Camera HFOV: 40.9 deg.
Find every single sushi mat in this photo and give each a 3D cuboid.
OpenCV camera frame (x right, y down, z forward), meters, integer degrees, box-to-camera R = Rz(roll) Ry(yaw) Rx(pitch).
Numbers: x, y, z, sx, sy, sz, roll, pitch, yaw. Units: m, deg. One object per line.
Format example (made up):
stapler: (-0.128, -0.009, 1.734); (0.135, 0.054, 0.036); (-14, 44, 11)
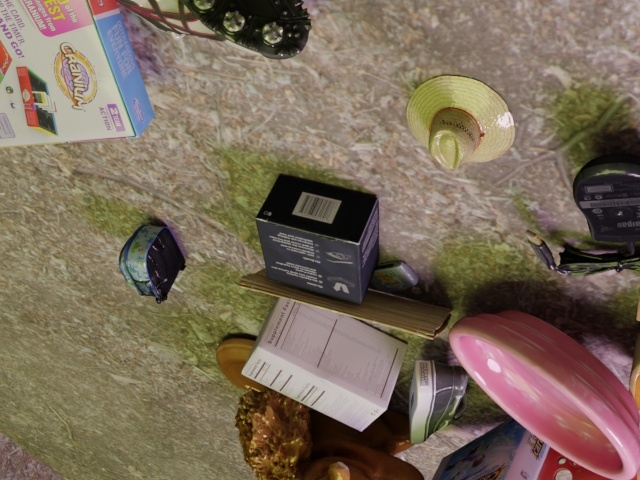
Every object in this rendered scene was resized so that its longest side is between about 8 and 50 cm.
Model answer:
sushi mat: (0.044, 0.091, 1.347); (0.317, 0.151, 0.019); (14, 101, 15)

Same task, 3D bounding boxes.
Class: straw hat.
straw hat: (0.158, -0.122, 1.023); (0.145, 0.061, 0.144); (16, 146, 11)

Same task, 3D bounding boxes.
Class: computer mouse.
computer mouse: (0.334, -0.034, 1.046); (0.184, 0.060, 0.262); (-6, 149, 31)

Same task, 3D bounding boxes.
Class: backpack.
backpack: (-0.296, 0.031, 1.480); (0.084, 0.105, 0.114); (10, 140, 19)

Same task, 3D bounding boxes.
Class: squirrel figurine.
squirrel figurine: (-0.007, 0.441, 1.601); (0.397, 0.281, 0.370); (30, -171, 4)

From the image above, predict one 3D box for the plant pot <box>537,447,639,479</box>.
plant pot: (0.497, 0.438, 1.495); (0.174, 0.191, 0.191); (-14, 132, 40)

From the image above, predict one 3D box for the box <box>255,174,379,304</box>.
box: (0.000, 0.000, 1.263); (0.156, 0.093, 0.158); (15, 145, 15)

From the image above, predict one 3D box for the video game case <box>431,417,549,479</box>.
video game case: (0.277, 0.430, 1.513); (0.061, 0.244, 0.269); (44, 130, -1)

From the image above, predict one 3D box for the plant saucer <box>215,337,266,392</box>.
plant saucer: (-0.125, 0.269, 1.755); (0.200, 0.037, 0.200); (15, 147, 10)

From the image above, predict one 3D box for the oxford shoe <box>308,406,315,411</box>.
oxford shoe: (0.088, 0.509, 1.919); (0.449, 0.130, 0.169); (56, 167, -21)

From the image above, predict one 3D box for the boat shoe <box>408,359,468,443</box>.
boat shoe: (0.213, 0.292, 1.545); (0.102, 0.108, 0.301); (1, 149, 2)

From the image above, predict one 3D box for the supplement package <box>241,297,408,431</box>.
supplement package: (0.006, 0.210, 1.518); (0.244, 0.139, 0.134); (27, 146, -3)

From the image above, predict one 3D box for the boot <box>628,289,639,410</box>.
boot: (0.531, 0.156, 1.150); (0.211, 0.104, 0.295); (8, 141, 22)

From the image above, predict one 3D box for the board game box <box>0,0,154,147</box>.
board game box: (-0.398, -0.236, 1.091); (0.317, 0.064, 0.242); (-2, 126, 16)

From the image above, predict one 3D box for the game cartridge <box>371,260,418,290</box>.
game cartridge: (0.110, 0.057, 1.350); (0.083, 0.017, 0.056); (-12, 137, 42)

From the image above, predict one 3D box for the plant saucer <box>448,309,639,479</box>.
plant saucer: (0.343, 0.217, 1.279); (0.332, 0.084, 0.332); (41, 168, 11)

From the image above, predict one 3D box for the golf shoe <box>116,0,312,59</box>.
golf shoe: (-0.135, -0.276, 0.971); (0.273, 0.105, 0.120); (28, 163, 4)
